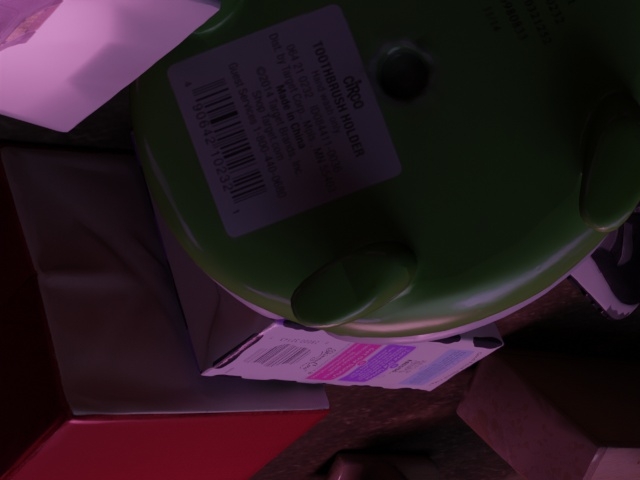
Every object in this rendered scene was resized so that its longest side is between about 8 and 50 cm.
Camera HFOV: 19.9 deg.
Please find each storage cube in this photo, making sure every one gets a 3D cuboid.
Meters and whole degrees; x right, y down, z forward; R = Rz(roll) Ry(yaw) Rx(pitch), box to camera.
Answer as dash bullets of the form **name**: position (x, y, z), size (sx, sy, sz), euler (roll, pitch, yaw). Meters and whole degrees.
- **storage cube**: position (-0.142, 0.072, 1.113), size (0.215, 0.183, 0.193), euler (4, 146, -39)

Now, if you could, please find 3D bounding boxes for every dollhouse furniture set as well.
- **dollhouse furniture set**: position (0.200, 0.308, 1.655), size (0.256, 0.362, 0.394), euler (7, 115, -41)

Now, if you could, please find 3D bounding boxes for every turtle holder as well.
- **turtle holder**: position (0.062, -0.093, 0.909), size (0.320, 0.243, 0.227), euler (-50, 173, -2)

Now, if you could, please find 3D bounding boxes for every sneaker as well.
- **sneaker**: position (0.206, -0.033, 1.241), size (0.124, 0.107, 0.283), euler (-32, 152, 14)

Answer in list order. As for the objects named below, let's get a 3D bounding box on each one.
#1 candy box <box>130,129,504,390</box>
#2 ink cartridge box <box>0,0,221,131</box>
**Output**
- **candy box**: position (0.000, 0.000, 1.086), size (0.196, 0.164, 0.070), euler (9, 144, -44)
- **ink cartridge box**: position (-0.164, -0.154, 0.651), size (0.100, 0.172, 0.237), euler (-33, 151, 29)
